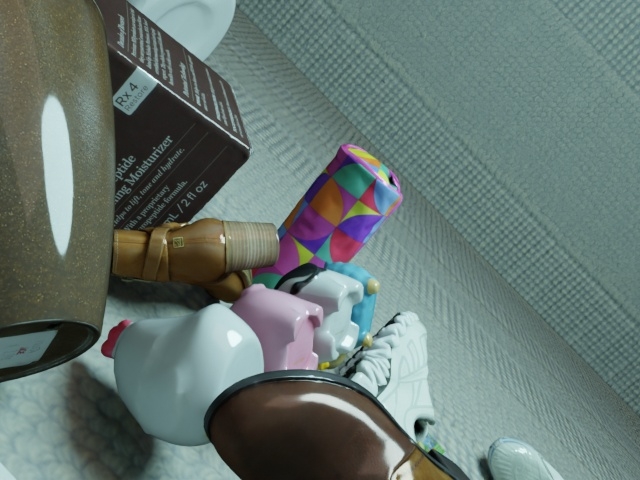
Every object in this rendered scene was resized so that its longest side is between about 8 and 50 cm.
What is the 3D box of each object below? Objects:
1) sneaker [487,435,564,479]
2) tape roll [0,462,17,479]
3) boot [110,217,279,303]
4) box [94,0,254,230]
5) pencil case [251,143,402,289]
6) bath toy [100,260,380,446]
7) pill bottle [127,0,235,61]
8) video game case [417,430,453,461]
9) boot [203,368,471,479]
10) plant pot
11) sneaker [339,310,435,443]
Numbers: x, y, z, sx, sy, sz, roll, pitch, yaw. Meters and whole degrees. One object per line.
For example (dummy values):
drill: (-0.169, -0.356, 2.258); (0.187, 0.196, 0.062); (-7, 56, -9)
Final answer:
sneaker: (0.330, 0.380, 1.027); (0.237, 0.085, 0.086); (53, 10, 10)
tape roll: (-0.209, 0.152, 0.201); (0.286, 0.100, 0.286); (42, 17, -16)
boot: (-0.139, 0.020, 0.715); (0.152, 0.197, 0.073); (-2, 72, -20)
box: (-0.206, -0.126, 0.740); (0.203, 0.168, 0.167); (35, 21, -34)
pencil case: (0.000, 0.000, 0.859); (0.104, 0.236, 0.104); (33, 18, -12)
bath toy: (-0.063, 0.097, 0.654); (0.129, 0.151, 0.348); (13, 8, 22)
pill bottle: (-0.328, -0.442, 1.093); (0.392, 0.224, 0.224); (51, 17, 13)
video game case: (0.133, 0.277, 0.901); (0.166, 0.015, 0.119); (51, 18, 16)
boot: (0.057, 0.216, 0.423); (0.264, 0.096, 0.280); (42, 7, -27)
plant pot: (-0.224, -0.031, 0.470); (0.215, 0.215, 0.230); (17, 49, -59)
sneaker: (0.084, 0.174, 0.857); (0.118, 0.110, 0.292); (43, 24, 5)
